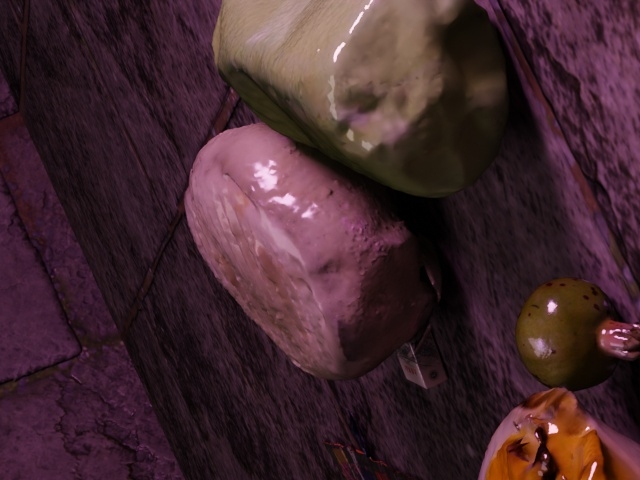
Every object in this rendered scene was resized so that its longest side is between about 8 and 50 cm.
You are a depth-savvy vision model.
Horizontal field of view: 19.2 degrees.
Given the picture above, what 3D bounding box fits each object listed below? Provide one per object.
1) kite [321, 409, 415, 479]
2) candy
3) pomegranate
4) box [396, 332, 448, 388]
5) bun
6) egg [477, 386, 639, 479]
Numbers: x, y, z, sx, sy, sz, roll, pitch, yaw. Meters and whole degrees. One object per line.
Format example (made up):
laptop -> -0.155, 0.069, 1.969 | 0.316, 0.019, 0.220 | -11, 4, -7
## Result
kite -> 0.073, 0.285, 1.983 | 0.234, 0.016, 0.321 | 69, 166, -8
candy -> 0.022, -0.121, 1.305 | 0.142, 0.132, 0.343 | 26, -177, -21
pomegranate -> 0.161, 0.055, 1.180 | 0.084, 0.073, 0.073 | -36, 75, 39
box -> 0.077, 0.081, 1.615 | 0.083, 0.024, 0.054 | 69, 165, -11
bun -> 0.000, 0.000, 1.512 | 0.239, 0.141, 0.239 | 45, 163, 17
egg -> 0.188, 0.236, 1.176 | 0.264, 0.174, 0.286 | 136, 132, -76
